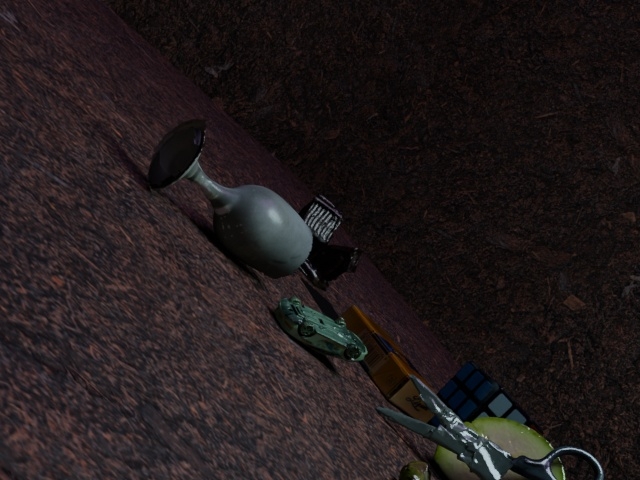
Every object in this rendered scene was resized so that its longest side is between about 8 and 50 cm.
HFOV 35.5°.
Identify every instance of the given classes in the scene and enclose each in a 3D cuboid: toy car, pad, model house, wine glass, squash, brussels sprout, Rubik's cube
[{"bbox_3d":[0.000,0.158,1.663,0.186,0.058,0.093,29,15,-33],"label":"toy car"},{"bbox_3d":[0.014,0.146,2.165,0.112,0.003,0.157,43,6,-35],"label":"pad"},{"bbox_3d":[0.004,0.002,2.311,0.203,0.164,0.141,48,10,-9],"label":"model house"},{"bbox_3d":[-0.146,-0.060,1.689,0.321,0.143,0.143,44,6,-36],"label":"wine glass"},{"bbox_3d":[0.333,0.487,1.856,0.234,0.210,0.309,48,-23,31],"label":"squash"},{"bbox_3d":[0.133,0.339,1.410,0.046,0.051,0.083,8,0,8],"label":"brussels sprout"},{"bbox_3d":[0.329,0.373,2.056,0.163,0.162,0.160,46,0,-20],"label":"Rubik's cube"}]

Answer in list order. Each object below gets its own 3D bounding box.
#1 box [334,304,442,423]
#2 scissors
[{"bbox_3d":[0.136,0.249,2.017,0.152,0.070,0.237,42,8,-46],"label":"box"},{"bbox_3d":[0.272,0.372,1.703,0.383,0.256,0.029,35,-29,13],"label":"scissors"}]
